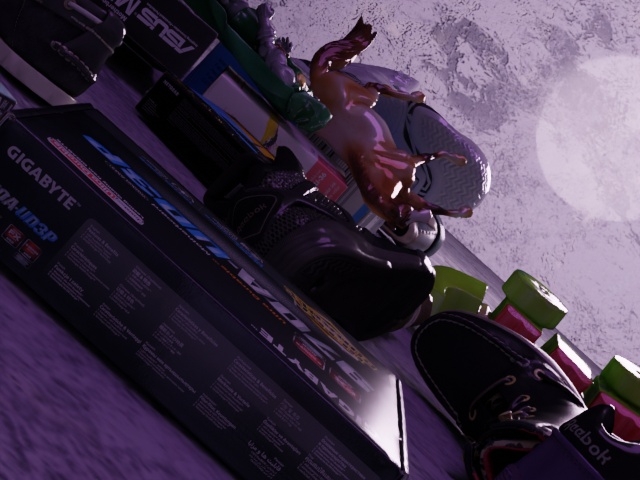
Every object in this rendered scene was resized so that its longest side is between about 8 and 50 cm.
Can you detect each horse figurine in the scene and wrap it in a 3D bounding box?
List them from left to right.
[{"bbox_3d":[0.056,-0.107,1.407,0.174,0.066,0.263,-3,56,-45],"label":"horse figurine"}]

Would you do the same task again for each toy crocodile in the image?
[{"bbox_3d":[0.232,0.138,1.372,0.340,0.115,0.105,40,13,-1],"label":"toy crocodile"}]

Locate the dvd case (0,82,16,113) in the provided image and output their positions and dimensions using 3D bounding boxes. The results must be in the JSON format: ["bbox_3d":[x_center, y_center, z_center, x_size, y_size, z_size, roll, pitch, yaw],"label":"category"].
[{"bbox_3d":[-0.224,-0.115,0.766,0.087,0.013,0.119,46,8,29],"label":"dvd case"}]

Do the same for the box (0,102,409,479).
[{"bbox_3d":[-0.057,0.028,0.648,0.220,0.051,0.175,42,6,-3],"label":"box"}]

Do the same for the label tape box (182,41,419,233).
[{"bbox_3d":[-0.010,-0.115,1.618,0.240,0.106,0.333,43,7,5],"label":"label tape box"}]

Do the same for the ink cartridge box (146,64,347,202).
[{"bbox_3d":[-0.068,-0.102,1.351,0.198,0.067,0.115,41,8,-8],"label":"ink cartridge box"}]

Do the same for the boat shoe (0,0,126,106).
[{"bbox_3d":[-0.211,-0.177,0.972,0.233,0.079,0.084,45,9,37],"label":"boat shoe"}]

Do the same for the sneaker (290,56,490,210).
[{"bbox_3d":[0.095,-0.144,1.828,0.366,0.137,0.210,28,21,30],"label":"sneaker"}]

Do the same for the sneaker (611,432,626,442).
[{"bbox_3d":[0.265,0.213,1.201,0.222,0.083,0.118,43,6,20],"label":"sneaker"}]

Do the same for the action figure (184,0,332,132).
[{"bbox_3d":[-0.061,-0.187,1.344,0.232,0.063,0.137,55,-1,25],"label":"action figure"}]

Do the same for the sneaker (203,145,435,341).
[{"bbox_3d":[0.000,0.000,1.011,0.130,0.087,0.227,53,16,27],"label":"sneaker"}]

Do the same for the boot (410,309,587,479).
[{"bbox_3d":[0.133,0.127,0.988,0.236,0.085,0.178,46,10,24],"label":"boot"}]

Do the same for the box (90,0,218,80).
[{"bbox_3d":[-0.215,-0.254,1.390,0.216,0.060,0.270,41,0,-16],"label":"box"}]

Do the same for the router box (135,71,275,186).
[{"bbox_3d":[-0.061,-0.055,1.192,0.179,0.046,0.133,45,7,26],"label":"router box"}]

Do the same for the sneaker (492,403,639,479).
[{"bbox_3d":[0.196,0.183,0.807,0.283,0.124,0.107,35,10,-47],"label":"sneaker"}]

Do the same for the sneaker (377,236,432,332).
[{"bbox_3d":[0.065,0.043,1.204,0.086,0.064,0.192,35,6,-19],"label":"sneaker"}]

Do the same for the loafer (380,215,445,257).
[{"bbox_3d":[0.070,-0.084,1.970,0.267,0.096,0.084,48,14,28],"label":"loafer"}]
